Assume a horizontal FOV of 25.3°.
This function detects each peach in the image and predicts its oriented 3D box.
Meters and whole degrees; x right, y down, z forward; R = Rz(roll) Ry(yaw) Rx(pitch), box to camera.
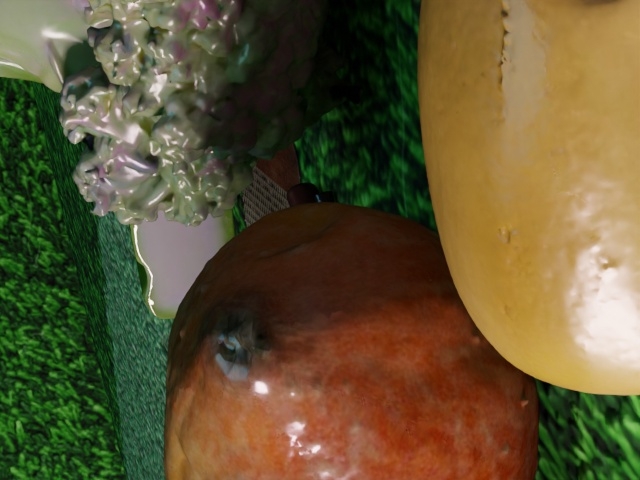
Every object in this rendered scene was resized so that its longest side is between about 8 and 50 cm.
[{"bbox_3d":[0.003,0.082,0.730,0.232,0.232,0.233,167,90,-74],"label":"peach"}]

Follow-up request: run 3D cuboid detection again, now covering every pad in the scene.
[{"bbox_3d":[-0.033,0.039,1.096,0.323,0.055,0.250,-96,0,-69],"label":"pad"}]

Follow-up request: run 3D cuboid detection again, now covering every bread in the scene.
[{"bbox_3d":[0.091,-0.043,0.555,0.147,0.098,0.217,-133,35,-66],"label":"bread"}]

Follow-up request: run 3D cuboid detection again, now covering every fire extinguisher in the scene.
[{"bbox_3d":[0.006,-0.001,1.001,0.046,0.032,0.100,-40,58,33],"label":"fire extinguisher"}]

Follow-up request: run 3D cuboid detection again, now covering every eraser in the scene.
[{"bbox_3d":[-0.130,-0.087,1.186,0.274,0.092,0.210,-116,20,-65],"label":"eraser"}]

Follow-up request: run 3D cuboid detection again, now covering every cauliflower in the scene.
[{"bbox_3d":[-0.125,-0.138,0.881,0.239,0.315,0.256,-76,-8,-58],"label":"cauliflower"}]
